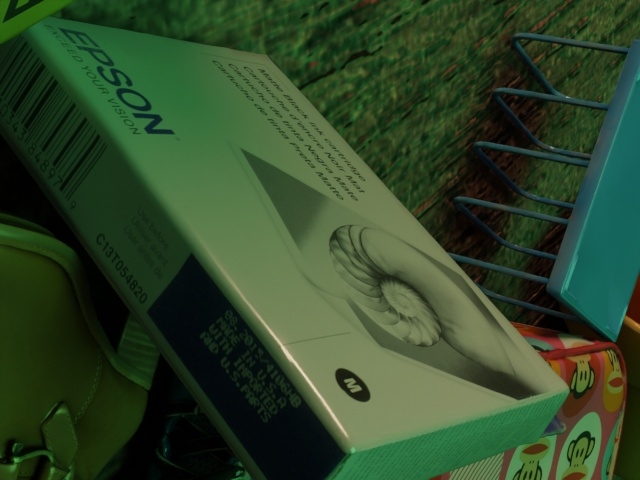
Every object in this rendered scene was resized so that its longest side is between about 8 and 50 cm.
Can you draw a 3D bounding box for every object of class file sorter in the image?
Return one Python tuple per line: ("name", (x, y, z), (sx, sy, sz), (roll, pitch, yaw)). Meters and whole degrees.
("file sorter", (0.162, -0.038, 0.811), (0.118, 0.104, 0.170), (33, 75, -54))

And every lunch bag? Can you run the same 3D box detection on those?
("lunch bag", (0.081, 0.177, 0.752), (0.293, 0.120, 0.258), (10, 90, -54))

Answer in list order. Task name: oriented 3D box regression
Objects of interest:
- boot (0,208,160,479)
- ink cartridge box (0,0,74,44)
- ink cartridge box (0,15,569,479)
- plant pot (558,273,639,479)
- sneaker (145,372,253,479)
("boot", (-0.137, 0.063, 0.455), (0.197, 0.073, 0.152), (26, 85, -53))
("ink cartridge box", (-0.047, -0.183, 0.339), (0.307, 0.072, 0.303), (-47, 178, -38))
("ink cartridge box", (0.000, 0.000, 0.504), (0.045, 0.223, 0.224), (-51, 155, 24))
("plant pot", (0.280, 0.089, 0.970), (0.205, 0.205, 0.188), (-39, 148, -41))
("sneaker", (-0.045, 0.152, 0.560), (0.147, 0.129, 0.330), (2, 89, -45))
